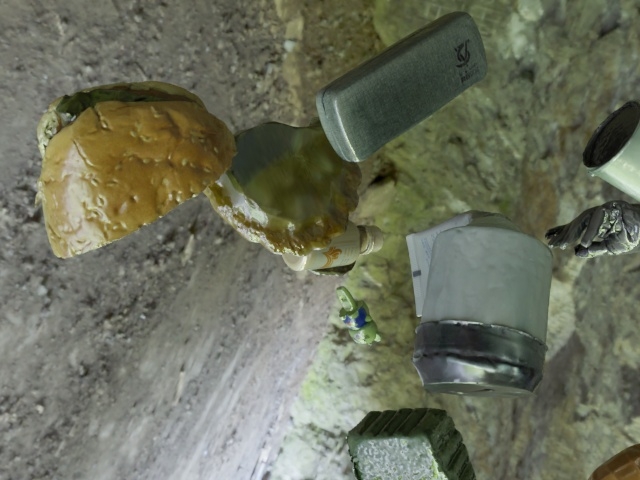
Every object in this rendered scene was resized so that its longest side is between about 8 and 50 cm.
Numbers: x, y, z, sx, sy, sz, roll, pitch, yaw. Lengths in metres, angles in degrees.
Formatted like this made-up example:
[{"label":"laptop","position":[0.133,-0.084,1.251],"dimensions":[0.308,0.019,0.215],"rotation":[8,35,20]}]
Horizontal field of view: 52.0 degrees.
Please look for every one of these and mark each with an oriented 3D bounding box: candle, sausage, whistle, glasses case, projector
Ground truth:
[{"label":"candle","position":[0.284,0.096,1.134],"dimensions":[0.221,0.222,0.342],"rotation":[81,19,-69]},{"label":"sausage","position":[0.680,0.506,1.401],"dimensions":[0.241,0.120,0.136],"rotation":[-25,146,-6]},{"label":"whistle","position":[0.112,0.239,2.054],"dimensions":[0.227,0.105,0.085],"rotation":[61,40,-20]},{"label":"glasses case","position":[0.141,-0.259,1.089],"dimensions":[0.323,0.074,0.131],"rotation":[-35,119,-20]},{"label":"projector","position":[0.509,-0.051,0.843],"dimensions":[0.108,0.338,0.108],"rotation":[-59,-174,10]}]

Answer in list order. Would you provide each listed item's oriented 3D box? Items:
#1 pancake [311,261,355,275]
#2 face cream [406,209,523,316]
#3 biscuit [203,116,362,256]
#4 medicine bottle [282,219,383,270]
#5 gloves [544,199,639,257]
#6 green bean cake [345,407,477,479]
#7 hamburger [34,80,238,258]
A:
[{"label":"pancake","position":[-0.001,0.001,1.675],"dimensions":[0.042,0.222,0.236],"rotation":[-35,-174,36]},{"label":"face cream","position":[0.350,0.046,1.676],"dimensions":[0.420,0.137,0.234],"rotation":[-29,-115,58]},{"label":"biscuit","position":[-0.064,-0.145,1.318],"dimensions":[0.335,0.329,0.078],"rotation":[-59,-174,-16]},{"label":"medicine bottle","position":[0.036,0.004,1.540],"dimensions":[0.252,0.114,0.114],"rotation":[-6,122,-37]},{"label":"gloves","position":[0.613,-0.017,1.353],"dimensions":[0.119,0.286,0.142],"rotation":[-75,151,-44]},{"label":"green bean cake","position":[0.174,0.440,1.253],"dimensions":[0.125,0.223,0.227],"rotation":[-26,99,-55]},{"label":"hamburger","position":[-0.306,-0.136,0.986],"dimensions":[0.330,0.162,0.209],"rotation":[-36,123,-11]}]
